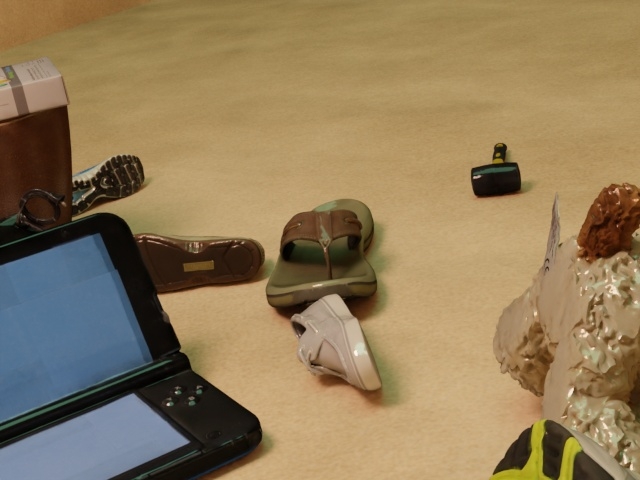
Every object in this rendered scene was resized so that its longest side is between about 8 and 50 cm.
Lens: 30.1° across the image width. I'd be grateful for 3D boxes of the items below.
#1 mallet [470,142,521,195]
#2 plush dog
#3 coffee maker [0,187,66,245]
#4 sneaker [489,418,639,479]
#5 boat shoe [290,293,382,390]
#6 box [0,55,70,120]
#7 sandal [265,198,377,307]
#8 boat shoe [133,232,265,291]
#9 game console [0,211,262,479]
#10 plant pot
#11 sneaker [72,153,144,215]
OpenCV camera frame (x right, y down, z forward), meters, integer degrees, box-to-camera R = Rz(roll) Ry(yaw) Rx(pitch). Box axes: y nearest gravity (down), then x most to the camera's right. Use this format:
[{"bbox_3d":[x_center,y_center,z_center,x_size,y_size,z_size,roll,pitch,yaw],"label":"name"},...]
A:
[{"bbox_3d":[0.241,-0.100,1.552,0.062,0.039,0.190,-4,17,20],"label":"mallet"},{"bbox_3d":[0.276,0.076,0.883,0.225,0.211,0.262,14,20,-10],"label":"plush dog"},{"bbox_3d":[-0.351,0.051,1.240,0.120,0.171,0.178,11,26,9],"label":"coffee maker"},{"bbox_3d":[0.187,0.208,0.559,0.147,0.145,0.385,27,14,-13],"label":"sneaker"},{"bbox_3d":[0.008,0.097,1.097,0.063,0.066,0.184,-23,22,-5],"label":"boat shoe"},{"bbox_3d":[-0.387,-0.161,1.345,0.186,0.038,0.145,-17,21,-13],"label":"box"},{"bbox_3d":[-0.001,0.000,1.321,0.120,0.086,0.303,-8,20,5],"label":"sandal"},{"bbox_3d":[-0.158,0.022,1.390,0.189,0.068,0.072,3,10,7],"label":"boat shoe"},{"bbox_3d":[-0.238,0.116,1.006,0.293,0.173,0.250,-21,23,-26],"label":"game console"},{"bbox_3d":[-0.383,-0.045,1.422,0.215,0.231,0.215,-10,21,4],"label":"plant pot"},{"bbox_3d":[-0.337,-0.088,1.760,0.162,0.063,0.073,-23,20,-32],"label":"sneaker"}]
